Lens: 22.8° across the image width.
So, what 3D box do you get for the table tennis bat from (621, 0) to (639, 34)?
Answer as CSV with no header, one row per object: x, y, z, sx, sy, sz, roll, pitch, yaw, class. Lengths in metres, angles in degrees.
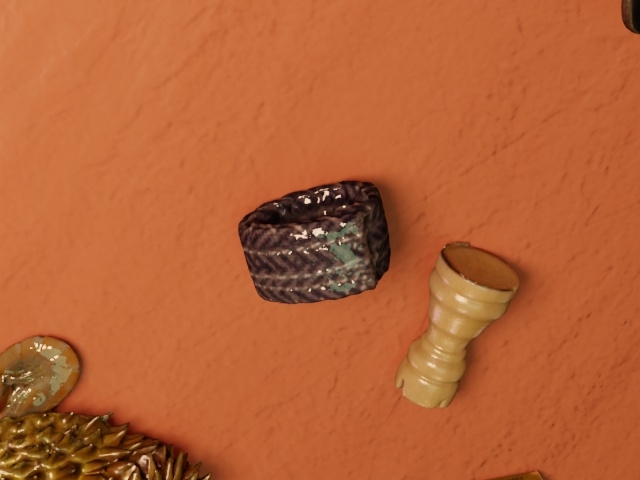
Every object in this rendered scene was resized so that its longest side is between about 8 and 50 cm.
0.223,-0.205,1.039,0.022,0.246,0.138,21,99,20,table tennis bat

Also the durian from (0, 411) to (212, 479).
-0.211,0.202,1.195,0.252,0.139,0.144,-28,83,-6,durian

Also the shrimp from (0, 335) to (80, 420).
-0.227,0.112,1.186,0.108,0.023,0.059,-43,109,10,shrimp

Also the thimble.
-0.002,0.000,1.148,0.104,0.095,0.066,-4,113,28,thimble

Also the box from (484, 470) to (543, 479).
0.113,0.247,1.338,0.156,0.022,0.089,-8,117,-10,box

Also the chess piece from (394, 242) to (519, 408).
0.099,0.068,1.226,0.066,0.066,0.122,14,118,-20,chess piece
